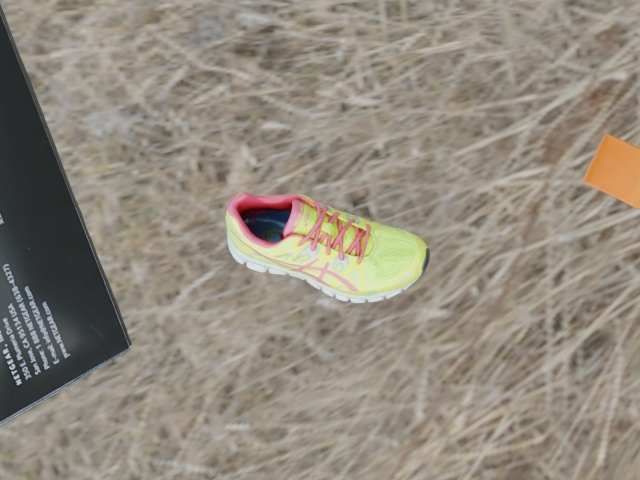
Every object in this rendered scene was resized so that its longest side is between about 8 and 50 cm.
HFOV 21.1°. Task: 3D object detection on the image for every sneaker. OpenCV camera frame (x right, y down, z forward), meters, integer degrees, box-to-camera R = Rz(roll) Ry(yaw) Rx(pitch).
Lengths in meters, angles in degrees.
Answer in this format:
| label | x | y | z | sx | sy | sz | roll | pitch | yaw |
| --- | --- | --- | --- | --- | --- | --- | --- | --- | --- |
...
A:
| label | x | y | z | sx | sy | sz | roll | pitch | yaw |
| --- | --- | --- | --- | --- | --- | --- | --- | --- | --- |
| sneaker | 0.000 | 0.000 | 1.635 | 0.209 | 0.094 | 0.081 | 8 | 64 | 16 |

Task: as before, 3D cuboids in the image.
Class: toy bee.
| label | x | y | z | sx | sy | sz | roll | pitch | yaw |
| --- | --- | --- | --- | --- | --- | --- | --- | --- | --- |
| toy bee | 0.373 | -0.004 | 1.553 | 0.195 | 0.162 | 0.298 | -53 | 35 | 24 |

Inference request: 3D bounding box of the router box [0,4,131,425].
| label | x | y | z | sx | sy | sz | roll | pitch | yaw |
| --- | --- | --- | --- | --- | --- | --- | --- | --- | --- |
| router box | -0.189 | -0.108 | 0.494 | 0.243 | 0.081 | 0.308 | 19 | 133 | 54 |
